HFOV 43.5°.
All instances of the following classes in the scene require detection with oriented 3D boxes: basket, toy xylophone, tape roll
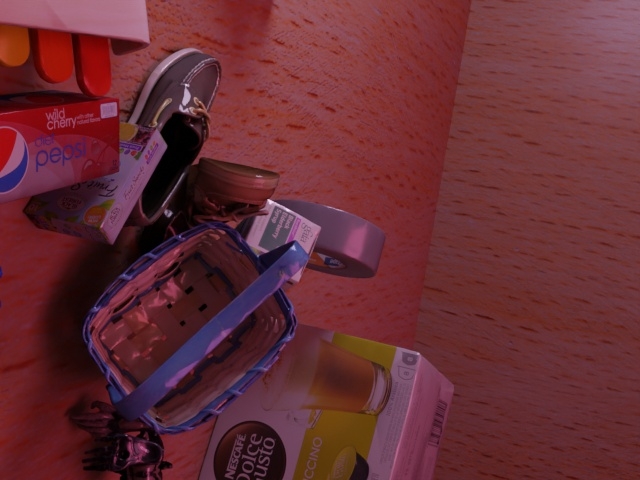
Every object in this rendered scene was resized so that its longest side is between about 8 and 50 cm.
[{"bbox_3d":[-0.151,0.103,0.934,0.255,0.289,0.201,-41,102,-22],"label":"basket"},{"bbox_3d":[-0.263,-0.264,0.703,0.323,0.081,0.236,3,86,-59],"label":"toy xylophone"},{"bbox_3d":[0.000,0.000,1.405,0.219,0.219,0.072,47,56,-65],"label":"tape roll"}]

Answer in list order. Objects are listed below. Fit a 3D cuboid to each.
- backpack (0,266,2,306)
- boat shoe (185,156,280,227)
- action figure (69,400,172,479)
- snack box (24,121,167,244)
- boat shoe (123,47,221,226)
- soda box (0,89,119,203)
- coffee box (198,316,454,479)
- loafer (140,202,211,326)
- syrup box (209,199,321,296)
[{"bbox_3d":[-0.347,0.029,0.686,0.120,0.098,0.101,54,45,-48],"label":"backpack"},{"bbox_3d":[-0.123,-0.054,1.057,0.285,0.105,0.089,-173,-85,-75],"label":"boat shoe"},{"bbox_3d":[-0.257,0.282,0.999,0.275,0.141,0.164,128,-31,-76],"label":"action figure"},{"bbox_3d":[-0.246,-0.069,0.889,0.037,0.100,0.141,70,36,-54],"label":"snack box"},{"bbox_3d":[-0.191,-0.132,1.016,0.109,0.091,0.305,77,31,-47],"label":"boat shoe"},{"bbox_3d":[-0.301,-0.087,0.747,0.263,0.092,0.083,-32,130,-64],"label":"soda box"},{"bbox_3d":[0.024,0.361,1.483,0.338,0.335,0.337,45,60,-64],"label":"coffee box"},{"bbox_3d":[-0.188,0.042,1.129,0.080,0.078,0.220,-58,151,-44],"label":"loafer"},{"bbox_3d":[-0.097,0.033,1.172,0.237,0.096,0.093,-39,-153,61],"label":"syrup box"}]
